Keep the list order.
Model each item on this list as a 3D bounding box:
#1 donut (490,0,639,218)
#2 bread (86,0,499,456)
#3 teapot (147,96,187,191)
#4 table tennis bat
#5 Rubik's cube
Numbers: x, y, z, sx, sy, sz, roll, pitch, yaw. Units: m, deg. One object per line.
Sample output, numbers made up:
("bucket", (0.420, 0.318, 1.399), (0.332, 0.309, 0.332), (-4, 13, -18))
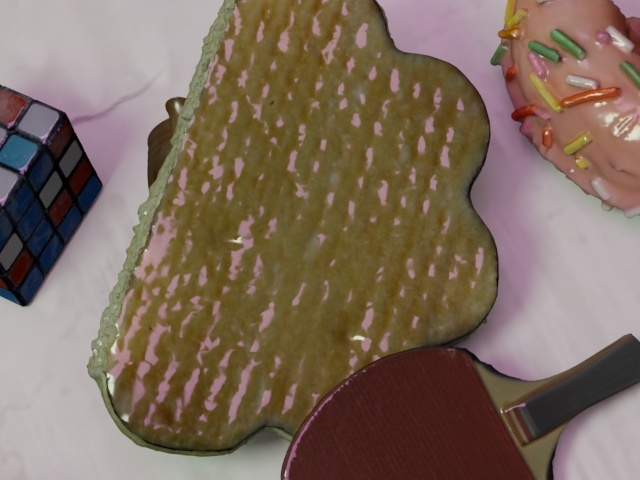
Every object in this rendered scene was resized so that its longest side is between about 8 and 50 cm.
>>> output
("donut", (0.222, -0.107, 1.127), (0.233, 0.085, 0.199), (-23, 64, -1))
("bread", (0.000, 0.000, 1.091), (0.207, 0.056, 0.286), (25, 80, -8))
("teapot", (-0.047, -0.046, 1.136), (0.110, 0.085, 0.080), (-9, 62, 7))
("table tennis bat", (0.081, 0.110, 1.057), (0.220, 0.019, 0.130), (-28, 87, -13))
("Rubik's cube", (-0.196, -0.033, 1.149), (0.092, 0.092, 0.092), (24, 70, 19))
